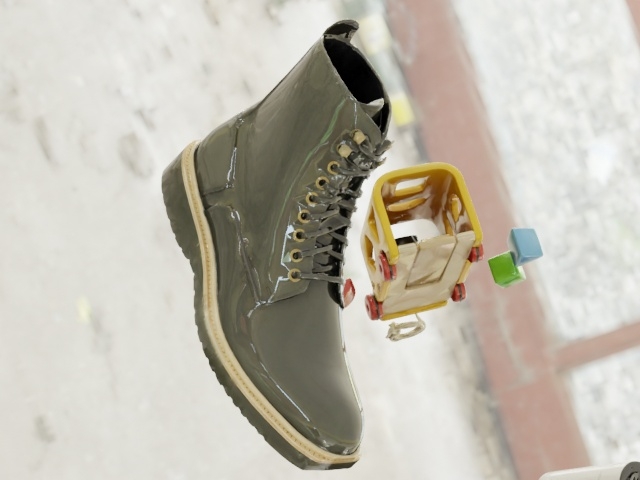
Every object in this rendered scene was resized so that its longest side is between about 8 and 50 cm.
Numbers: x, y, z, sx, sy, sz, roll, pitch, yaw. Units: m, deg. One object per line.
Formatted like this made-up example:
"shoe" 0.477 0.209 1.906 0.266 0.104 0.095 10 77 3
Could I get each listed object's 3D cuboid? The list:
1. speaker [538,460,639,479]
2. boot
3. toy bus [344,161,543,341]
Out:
"speaker" 0.294 0.269 1.774 0.055 0.136 0.055 10 73 -32
"boot" 0.000 0.000 0.820 0.077 0.137 0.198 4 52 -50
"toy bus" 0.088 0.003 1.588 0.191 0.202 0.104 14 53 -51
